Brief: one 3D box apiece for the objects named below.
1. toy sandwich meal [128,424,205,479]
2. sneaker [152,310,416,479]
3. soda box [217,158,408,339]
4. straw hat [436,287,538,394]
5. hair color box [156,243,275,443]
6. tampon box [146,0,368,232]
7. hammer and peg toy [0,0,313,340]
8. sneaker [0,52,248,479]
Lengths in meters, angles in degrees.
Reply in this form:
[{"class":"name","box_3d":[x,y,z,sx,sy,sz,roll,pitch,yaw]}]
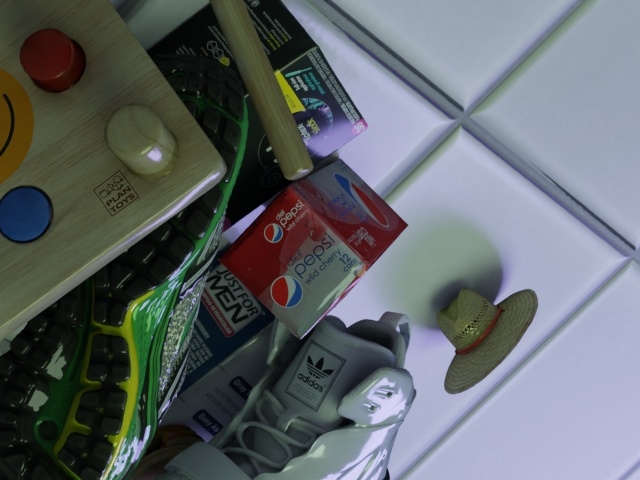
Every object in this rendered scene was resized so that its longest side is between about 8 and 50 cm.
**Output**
[{"class":"toy sandwich meal","box_3d":[-0.140,0.195,1.584,0.085,0.029,0.085,-21,144,-17]},{"class":"sneaker","box_3d":[-0.053,0.171,1.509,0.366,0.137,0.210,-15,131,-49]},{"class":"soda box","box_3d":[0.000,0.000,1.499,0.083,0.092,0.263,-46,179,11]},{"class":"straw hat","box_3d":[0.150,0.082,1.838,0.061,0.144,0.144,42,102,-12]},{"class":"hair color box","box_3d":[-0.155,0.178,1.661,0.347,0.105,0.174,-38,143,2]},{"class":"tampon box","box_3d":[-0.069,-0.102,1.427,0.161,0.101,0.120,-37,143,1]},{"class":"hammer and peg toy","box_3d":[-0.183,-0.097,1.206,0.361,0.266,0.127,-35,163,-1]},{"class":"sneaker","box_3d":[-0.144,0.027,1.319,0.146,0.134,0.344,23,89,-77]}]
